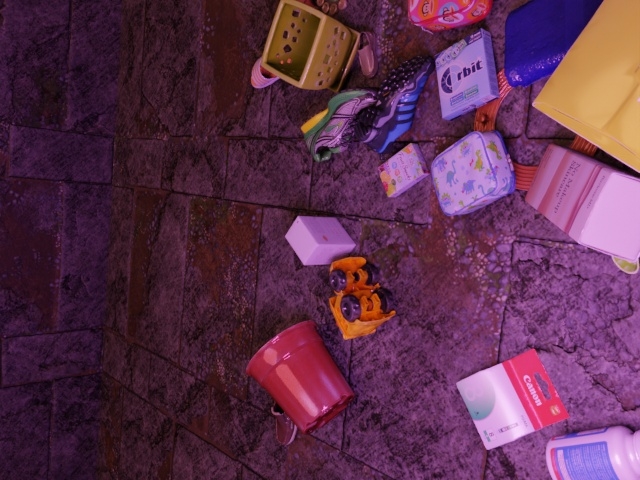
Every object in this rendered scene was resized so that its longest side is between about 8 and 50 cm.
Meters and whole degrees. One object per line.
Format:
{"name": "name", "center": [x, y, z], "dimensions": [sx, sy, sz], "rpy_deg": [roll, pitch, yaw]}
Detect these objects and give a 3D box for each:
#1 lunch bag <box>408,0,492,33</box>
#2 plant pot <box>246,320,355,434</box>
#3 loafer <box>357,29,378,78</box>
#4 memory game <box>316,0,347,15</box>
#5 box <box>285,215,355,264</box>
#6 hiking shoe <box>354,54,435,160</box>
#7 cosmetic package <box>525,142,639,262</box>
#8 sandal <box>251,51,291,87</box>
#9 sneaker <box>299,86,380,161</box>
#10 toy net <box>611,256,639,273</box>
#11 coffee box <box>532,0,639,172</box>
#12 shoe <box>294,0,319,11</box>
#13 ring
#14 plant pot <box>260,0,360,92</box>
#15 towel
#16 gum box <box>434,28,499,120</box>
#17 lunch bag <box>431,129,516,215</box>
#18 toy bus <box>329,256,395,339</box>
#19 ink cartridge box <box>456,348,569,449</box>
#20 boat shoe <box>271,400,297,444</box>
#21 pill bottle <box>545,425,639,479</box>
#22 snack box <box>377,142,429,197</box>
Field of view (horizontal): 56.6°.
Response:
{"name": "lunch bag", "center": [0.323, -0.709, 1.566], "dimensions": [0.258, 0.120, 0.293], "rpy_deg": [4, 93, 46]}
{"name": "plant pot", "center": [-0.048, 0.441, 1.866], "dimensions": [0.265, 0.272, 0.272], "rpy_deg": [50, 124, 24]}
{"name": "loafer", "center": [0.138, -0.566, 1.804], "dimensions": [0.056, 0.050, 0.148], "rpy_deg": [-9, 84, 45]}
{"name": "memory game", "center": [0.049, -0.823, 1.922], "dimensions": [0.186, 0.012, 0.186], "rpy_deg": [0, 90, 46]}
{"name": "box", "center": [0.000, 0.000, 1.861], "dimensions": [0.091, 0.170, 0.130], "rpy_deg": [-55, 53, 30]}
{"name": "hiking shoe", "center": [0.224, -0.383, 1.683], "dimensions": [0.304, 0.132, 0.113], "rpy_deg": [-50, 38, 7]}
{"name": "cosmetic package", "center": [0.550, -0.089, 1.218], "dimensions": [0.296, 0.129, 0.153], "rpy_deg": [-96, 24, -71]}
{"name": "sandal", "center": [-0.179, -0.619, 2.109], "dimensions": [0.265, 0.076, 0.102], "rpy_deg": [-7, 85, 45]}
{"name": "sneaker", "center": [0.078, -0.358, 1.830], "dimensions": [0.343, 0.134, 0.146], "rpy_deg": [-33, 74, 50]}
{"name": "toy net", "center": [0.660, -0.009, 1.192], "dimensions": [0.122, 0.045, 0.232], "rpy_deg": [48, 162, 43]}
{"name": "coffee box", "center": [0.663, -0.272, 1.050], "dimensions": [0.338, 0.334, 0.338], "rpy_deg": [47, 118, 33]}
{"name": "shoe", "center": [-0.055, -0.805, 1.990], "dimensions": [0.178, 0.063, 0.081], "rpy_deg": [38, 122, 44]}
{"name": "ring", "center": [0.515, -0.289, 1.434], "dimensions": [0.336, 0.032, 0.337], "rpy_deg": [1, 92, 45]}
{"name": "plant pot", "center": [-0.018, -0.597, 1.852], "dimensions": [0.228, 0.207, 0.227], "rpy_deg": [40, 117, 38]}
{"name": "towel", "center": [0.566, -0.483, 1.335], "dimensions": [0.308, 0.076, 0.228], "rpy_deg": [-15, 57, 45]}
{"name": "gum box", "center": [0.377, -0.427, 1.544], "dimensions": [0.157, 0.041, 0.184], "rpy_deg": [-19, 69, 50]}
{"name": "lunch bag", "center": [0.381, -0.171, 1.501], "dimensions": [0.219, 0.090, 0.176], "rpy_deg": [-36, 66, 58]}
{"name": "toy bus", "center": [0.096, 0.190, 1.802], "dimensions": [0.220, 0.149, 0.211], "rpy_deg": [64, 146, 27]}
{"name": "ink cartridge box", "center": [0.467, 0.395, 1.471], "dimensions": [0.224, 0.056, 0.181], "rpy_deg": [-41, 62, 40]}
{"name": "boat shoe", "center": [-0.133, 0.586, 2.052], "dimensions": [0.095, 0.095, 0.257], "rpy_deg": [12, 99, 45]}
{"name": "pill bottle", "center": [0.612, 0.466, 1.270], "dimensions": [0.221, 0.124, 0.124], "rpy_deg": [-29, 70, 43]}
{"name": "snack box", "center": [0.237, -0.200, 1.713], "dimensions": [0.141, 0.037, 0.100], "rpy_deg": [-34, 67, 40]}
